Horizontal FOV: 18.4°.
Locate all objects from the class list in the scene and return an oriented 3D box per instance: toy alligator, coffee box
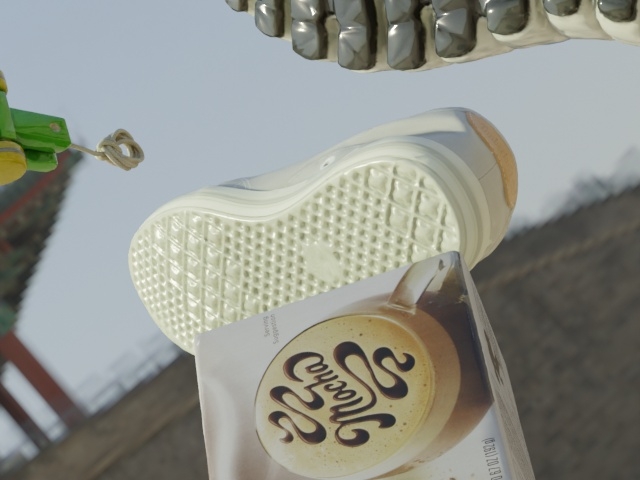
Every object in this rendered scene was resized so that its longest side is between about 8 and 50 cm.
[{"bbox_3d":[-0.171,-0.051,1.004,0.051,0.056,0.189,-31,-27,29],"label":"toy alligator"},{"bbox_3d":[0.038,0.167,1.072,0.168,0.297,0.119,-18,-46,8],"label":"coffee box"}]

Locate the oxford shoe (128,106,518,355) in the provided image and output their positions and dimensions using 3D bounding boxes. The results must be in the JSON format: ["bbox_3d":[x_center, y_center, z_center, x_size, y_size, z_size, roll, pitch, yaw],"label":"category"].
[{"bbox_3d":[0.000,0.000,1.622,0.130,0.169,0.449,-36,10,-40],"label":"oxford shoe"}]

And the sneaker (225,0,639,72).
[{"bbox_3d":[0.092,-0.129,0.706,0.147,0.330,0.130,-33,-49,-51],"label":"sneaker"}]
